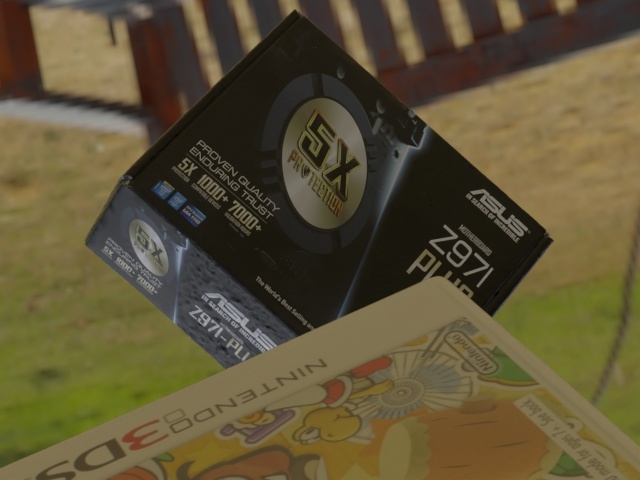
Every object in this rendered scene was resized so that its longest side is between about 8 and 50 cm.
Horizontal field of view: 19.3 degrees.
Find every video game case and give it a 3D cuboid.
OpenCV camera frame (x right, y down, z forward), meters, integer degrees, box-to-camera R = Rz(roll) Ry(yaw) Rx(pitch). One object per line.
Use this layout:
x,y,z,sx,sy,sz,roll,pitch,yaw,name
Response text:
-0.002,0.101,0.514,0.206,0.026,0.227,-23,-148,-15,video game case

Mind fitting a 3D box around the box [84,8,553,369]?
0.000,0.000,0.948,0.147,0.180,0.077,-47,178,-33,box
